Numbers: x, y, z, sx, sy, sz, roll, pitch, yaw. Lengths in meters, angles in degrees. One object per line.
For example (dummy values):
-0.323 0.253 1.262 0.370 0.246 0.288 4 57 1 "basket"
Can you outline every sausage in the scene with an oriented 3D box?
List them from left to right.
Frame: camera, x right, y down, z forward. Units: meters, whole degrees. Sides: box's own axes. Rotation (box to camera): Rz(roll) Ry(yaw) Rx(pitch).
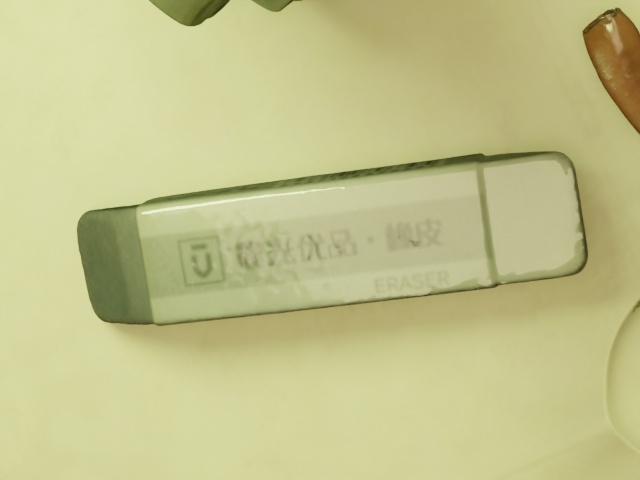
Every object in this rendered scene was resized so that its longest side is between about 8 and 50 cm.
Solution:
0.230 -0.073 1.035 0.040 0.047 0.177 -40 92 -7 "sausage"

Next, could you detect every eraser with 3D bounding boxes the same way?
0.000 0.000 1.082 0.351 0.061 0.089 -8 99 10 "eraser"

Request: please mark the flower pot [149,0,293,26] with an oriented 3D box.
-0.084 -0.251 0.892 0.164 0.367 0.254 -41 90 18 "flower pot"
